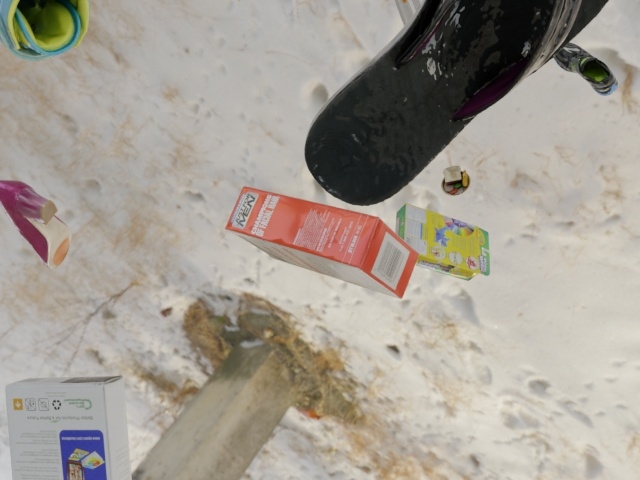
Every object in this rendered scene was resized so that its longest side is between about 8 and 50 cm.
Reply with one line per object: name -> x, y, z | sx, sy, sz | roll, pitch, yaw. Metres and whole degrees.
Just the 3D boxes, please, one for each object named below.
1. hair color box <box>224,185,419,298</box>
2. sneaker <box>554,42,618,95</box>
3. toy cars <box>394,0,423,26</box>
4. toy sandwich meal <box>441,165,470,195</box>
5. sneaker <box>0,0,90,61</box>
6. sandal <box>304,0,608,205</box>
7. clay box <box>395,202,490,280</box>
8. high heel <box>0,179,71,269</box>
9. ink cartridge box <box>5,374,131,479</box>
hair color box -> 0.000, 0.000, 0.624 | 0.167, 0.053, 0.093 | 14, 167, 36
sneaker -> 0.625, -0.418, 1.506 | 0.188, 0.067, 0.078 | 53, -171, 30
toy cars -> 0.320, -0.560, 1.560 | 0.087, 0.394, 0.176 | -3, 85, 40
toy sandwich meal -> 0.348, -0.155, 1.650 | 0.086, 0.085, 0.029 | 14, 159, 33
sneaker -> -0.399, -0.277, 0.798 | 0.319, 0.127, 0.208 | -37, 79, 47
sandal -> 0.156, -0.195, 0.636 | 0.168, 0.107, 0.445 | 33, 114, -17
clay box -> 0.277, 0.009, 1.446 | 0.222, 0.127, 0.053 | 18, 148, -16
high heel -> -0.566, -0.028, 1.247 | 0.117, 0.082, 0.244 | 25, 152, 4
ink cartridge box -> -0.376, 0.394, 0.971 | 0.176, 0.069, 0.370 | -4, 88, 15
